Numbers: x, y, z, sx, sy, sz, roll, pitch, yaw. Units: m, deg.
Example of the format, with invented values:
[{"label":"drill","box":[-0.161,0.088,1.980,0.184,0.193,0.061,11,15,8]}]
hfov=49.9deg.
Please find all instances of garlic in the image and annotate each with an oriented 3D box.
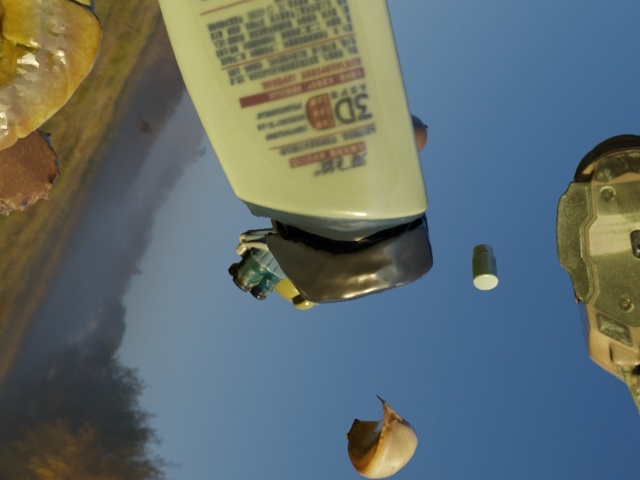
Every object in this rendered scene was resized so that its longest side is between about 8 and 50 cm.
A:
[{"label":"garlic","box":[0.130,0.392,1.328,0.206,0.115,0.128,119,-22,-56]}]

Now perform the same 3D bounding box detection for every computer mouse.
[{"label":"computer mouse","box":[0.431,0.048,0.927,0.115,0.200,0.388,17,69,-67]}]

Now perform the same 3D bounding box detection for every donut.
[{"label":"donut","box":[-0.443,-0.288,0.826,0.360,0.361,0.170,-65,-150,12]}]

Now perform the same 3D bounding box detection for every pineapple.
[{"label":"pineapple","box":[-0.583,-0.126,1.130,0.365,0.166,0.165,6,-107,38]}]

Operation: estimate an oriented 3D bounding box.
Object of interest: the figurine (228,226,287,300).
[{"label":"figurine","box":[-0.035,-0.006,0.721,0.149,0.086,0.087,-49,-153,10]}]

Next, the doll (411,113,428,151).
[{"label":"doll","box":[0.116,-0.194,1.324,0.145,0.188,0.096,-87,167,-63]}]

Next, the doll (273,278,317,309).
[{"label":"doll","box":[0.000,0.000,1.283,0.260,0.161,0.177,-56,-147,-7]}]

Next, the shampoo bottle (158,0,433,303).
[{"label":"shampoo bottle","box":[-0.027,-0.136,0.419,0.078,0.134,0.359,-74,151,-72]}]

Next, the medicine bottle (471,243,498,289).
[{"label":"medicine bottle","box":[0.314,0.050,1.316,0.047,0.047,0.083,-51,-158,43]}]
